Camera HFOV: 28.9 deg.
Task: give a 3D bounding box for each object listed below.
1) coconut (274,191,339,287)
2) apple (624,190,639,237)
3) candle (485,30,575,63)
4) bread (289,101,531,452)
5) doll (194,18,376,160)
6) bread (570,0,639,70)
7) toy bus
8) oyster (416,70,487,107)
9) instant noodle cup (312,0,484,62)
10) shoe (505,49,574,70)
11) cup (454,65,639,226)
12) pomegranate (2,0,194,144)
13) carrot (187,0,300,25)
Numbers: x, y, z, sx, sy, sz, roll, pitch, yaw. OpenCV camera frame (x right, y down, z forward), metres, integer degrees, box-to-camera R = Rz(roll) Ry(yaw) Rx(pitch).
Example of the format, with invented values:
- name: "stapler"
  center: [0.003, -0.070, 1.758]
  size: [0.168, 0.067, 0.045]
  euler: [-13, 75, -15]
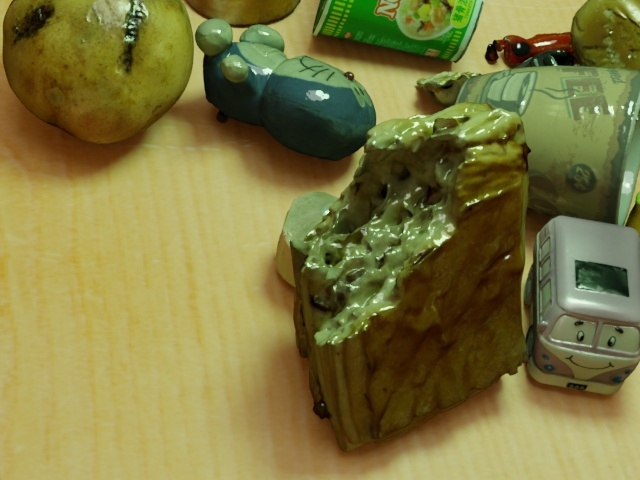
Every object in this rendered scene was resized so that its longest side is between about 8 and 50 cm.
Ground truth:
- name: "coconut"
  center: [0.000, 0.000, 1.604]
  size: [0.116, 0.122, 0.116]
  euler: [7, 49, -8]
- name: "apple"
  center: [0.485, -0.013, 1.692]
  size: [0.147, 0.163, 0.146]
  euler: [8, 5, 9]
- name: "candle"
  center: [0.427, -0.319, 2.023]
  size: [0.329, 0.048, 0.051]
  euler: [-8, 43, -19]
- name: "bread"
  center: [0.093, 0.030, 1.481]
  size: [0.314, 0.370, 0.191]
  euler: [-20, 28, -26]
- name: "doll"
  center: [-0.044, -0.210, 1.750]
  size: [0.258, 0.154, 0.228]
  euler: [21, 10, 21]
- name: "bread"
  center: [0.496, -0.266, 1.896]
  size: [0.195, 0.176, 0.246]
  euler: [-10, 56, -49]
- name: "toy bus"
  center: [0.338, 0.082, 1.591]
  size: [0.142, 0.142, 0.202]
  euler: [11, 48, -3]
- name: "oyster"
  center: [0.213, -0.227, 1.859]
  size: [0.121, 0.146, 0.045]
  euler: [20, 73, -5]
- name: "instant noodle cup"
  center: [0.127, -0.382, 1.934]
  size: [0.232, 0.207, 0.207]
  euler: [16, 48, -7]
- name: "shoe"
  center: [0.334, -0.251, 1.901]
  size: [0.169, 0.099, 0.071]
  euler: [-33, 93, -35]
- name: "cup"
  center: [0.333, -0.155, 1.774]
  size: [0.257, 0.227, 0.301]
  euler: [15, 16, 19]
- name: "pomegranate"
  center: [-0.302, -0.263, 1.696]
  size: [0.260, 0.260, 0.260]
  euler: [6, 48, -7]
- name: "carrot"
  center: [-0.114, -0.488, 1.924]
  size: [0.196, 0.254, 0.196]
  euler: [5, 45, -5]
